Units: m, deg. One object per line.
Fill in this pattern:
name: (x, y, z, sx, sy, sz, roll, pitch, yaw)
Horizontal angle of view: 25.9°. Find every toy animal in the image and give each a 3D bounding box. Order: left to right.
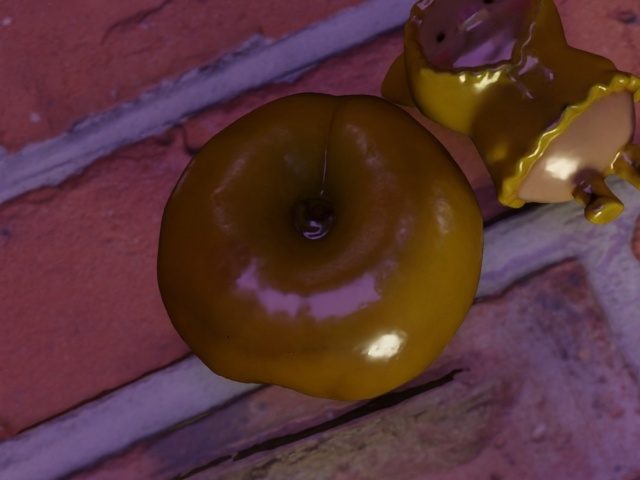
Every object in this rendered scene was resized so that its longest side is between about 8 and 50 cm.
toy animal: (0.162, -0.108, 1.073, 0.156, 0.156, 0.230, -38, 63, -5)

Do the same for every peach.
peach: (0.000, 0.000, 1.055, 0.251, 0.153, 0.251, 0, 59, 0)
